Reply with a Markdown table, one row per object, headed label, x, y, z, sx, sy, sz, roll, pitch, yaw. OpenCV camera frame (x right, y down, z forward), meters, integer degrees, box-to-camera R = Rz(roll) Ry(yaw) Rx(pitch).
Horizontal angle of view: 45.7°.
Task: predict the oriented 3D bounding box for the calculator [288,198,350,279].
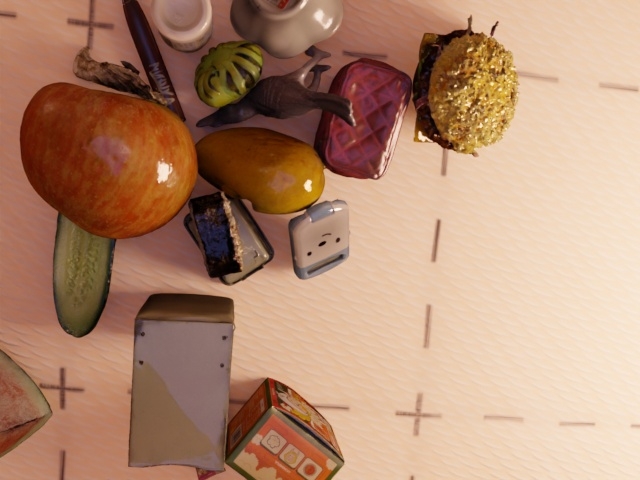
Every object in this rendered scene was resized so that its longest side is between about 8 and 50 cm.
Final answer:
| label | x | y | z | sx | sy | sz | roll | pitch | yaw |
| --- | --- | --- | --- | --- | --- | --- | --- | --- | --- |
| calculator | 0.000 | 0.000 | 1.437 | 0.121 | 0.210 | 0.039 | -23 | 55 | -15 |

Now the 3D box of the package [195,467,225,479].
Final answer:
| label | x | y | z | sx | sy | sz | roll | pitch | yaw |
| --- | --- | --- | --- | --- | --- | --- | --- | --- | --- |
| package | -0.230 | 0.434 | 1.517 | 0.059 | 0.029 | 0.083 | -22 | 87 | 3 |

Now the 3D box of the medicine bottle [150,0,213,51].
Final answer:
| label | x | y | z | sx | sy | sz | roll | pitch | yaw |
| --- | --- | --- | --- | --- | --- | --- | --- | --- | --- |
| medicine bottle | -0.243 | -0.394 | 1.356 | 0.102 | 0.186 | 0.103 | -1 | 95 | -6 |

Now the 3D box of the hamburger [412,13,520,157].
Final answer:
| label | x | y | z | sx | sy | sz | roll | pitch | yaw |
| --- | --- | --- | --- | --- | --- | --- | --- | --- | --- |
| hamburger | 0.280 | -0.286 | 1.420 | 0.243 | 0.138 | 0.262 | -12 | 104 | -37 |

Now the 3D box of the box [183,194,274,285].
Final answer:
| label | x | y | z | sx | sy | sz | roll | pitch | yaw |
| --- | --- | --- | --- | --- | --- | --- | --- | --- | --- |
| box | -0.174 | -0.002 | 1.449 | 0.124 | 0.093 | 0.172 | -34 | 98 | -2 |

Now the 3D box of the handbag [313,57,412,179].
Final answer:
| label | x | y | z | sx | sy | sz | roll | pitch | yaw |
| --- | --- | --- | --- | --- | --- | --- | --- | --- | --- |
| handbag | 0.078 | -0.228 | 1.439 | 0.146 | 0.135 | 0.225 | 15 | 97 | -10 |

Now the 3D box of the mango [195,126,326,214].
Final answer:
| label | x | y | z | sx | sy | sz | roll | pitch | yaw |
| --- | --- | --- | --- | --- | --- | --- | --- | --- | --- |
| mango | -0.116 | -0.133 | 1.405 | 0.262 | 0.130 | 0.167 | 23 | 48 | 24 |

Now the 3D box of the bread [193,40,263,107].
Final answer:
| label | x | y | z | sx | sy | sz | roll | pitch | yaw |
| --- | --- | --- | --- | --- | --- | --- | --- | --- | --- |
| bread | -0.174 | -0.313 | 1.404 | 0.139 | 0.071 | 0.130 | -7 | 59 | 30 |

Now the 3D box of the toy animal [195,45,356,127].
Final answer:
| label | x | y | z | sx | sy | sz | roll | pitch | yaw |
| --- | --- | --- | --- | --- | --- | --- | --- | --- | --- |
| toy animal | -0.045 | -0.274 | 1.395 | 0.206 | 0.367 | 0.081 | -57 | 134 | -32 |

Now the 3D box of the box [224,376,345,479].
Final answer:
| label | x | y | z | sx | sy | sz | roll | pitch | yaw |
| --- | --- | --- | --- | --- | --- | --- | --- | --- | --- |
| box | -0.070 | 0.384 | 1.447 | 0.177 | 0.195 | 0.148 | 39 | 90 | -8 |

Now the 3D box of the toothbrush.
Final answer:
| label | x | y | z | sx | sy | sz | roll | pitch | yaw |
| --- | --- | --- | --- | --- | --- | --- | --- | --- | --- |
| toothbrush | -0.335 | -0.386 | 1.421 | 0.041 | 0.041 | 0.364 | -21 | 98 | -4 |

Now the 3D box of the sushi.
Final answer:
| label | x | y | z | sx | sy | sz | roll | pitch | yaw |
| --- | --- | --- | --- | --- | --- | --- | --- | --- | --- |
| sushi | -0.183 | -0.010 | 1.356 | 0.078 | 0.090 | 0.150 | -14 | 95 | -8 |

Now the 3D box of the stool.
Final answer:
| label | x | y | z | sx | sy | sz | roll | pitch | yaw |
| --- | --- | --- | --- | --- | --- | --- | --- | --- | --- |
| stool | -0.247 | 0.245 | 1.389 | 0.170 | 0.243 | 0.270 | 4 | 95 | -6 |

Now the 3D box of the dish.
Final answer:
| label | x | y | z | sx | sy | sz | roll | pitch | yaw |
| --- | --- | --- | --- | --- | --- | --- | --- | --- | --- |
| dish | -0.068 | -0.450 | 1.372 | 0.229 | 0.081 | 0.229 | 0 | 91 | 8 |

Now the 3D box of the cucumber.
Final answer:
| label | x | y | z | sx | sy | sz | roll | pitch | yaw |
| --- | --- | --- | --- | --- | --- | --- | --- | --- | --- |
| cucumber | -0.448 | 0.060 | 1.438 | 0.115 | 0.063 | 0.244 | 11 | 95 | 0 |

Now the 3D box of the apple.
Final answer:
| label | x | y | z | sx | sy | sz | roll | pitch | yaw |
| --- | --- | --- | --- | --- | --- | --- | --- | --- | --- |
| apple | -0.374 | -0.134 | 1.320 | 0.309 | 0.277 | 0.250 | 19 | 101 | 27 |

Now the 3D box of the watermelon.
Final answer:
| label | x | y | z | sx | sy | sz | roll | pitch | yaw |
| --- | --- | --- | --- | --- | --- | --- | --- | --- | --- |
| watermelon | -0.699 | 0.307 | 1.352 | 0.283 | 0.292 | 0.250 | -47 | 69 | 0 |

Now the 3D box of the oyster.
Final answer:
| label | x | y | z | sx | sy | sz | roll | pitch | yaw |
| --- | --- | --- | --- | --- | --- | --- | --- | --- | --- |
| oyster | -0.366 | -0.290 | 1.397 | 0.061 | 0.200 | 0.106 | -59 | 141 | -9 |
